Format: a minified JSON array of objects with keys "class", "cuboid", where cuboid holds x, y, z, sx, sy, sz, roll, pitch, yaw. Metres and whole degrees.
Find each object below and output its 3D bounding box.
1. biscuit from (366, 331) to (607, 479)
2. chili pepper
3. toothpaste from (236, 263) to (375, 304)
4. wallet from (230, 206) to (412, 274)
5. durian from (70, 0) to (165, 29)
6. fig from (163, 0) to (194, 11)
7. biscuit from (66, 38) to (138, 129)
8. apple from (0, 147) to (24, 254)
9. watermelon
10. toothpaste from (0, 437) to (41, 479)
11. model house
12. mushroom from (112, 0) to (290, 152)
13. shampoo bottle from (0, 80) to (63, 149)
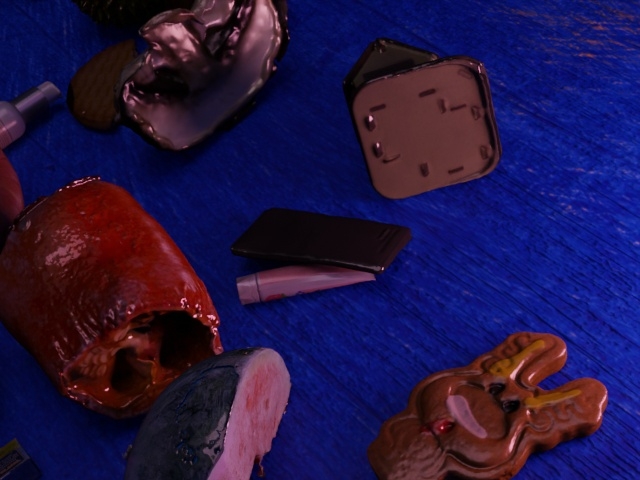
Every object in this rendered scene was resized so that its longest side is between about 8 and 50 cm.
[{"class":"biscuit","cuboid":[0.198,0.219,1.486,0.295,0.044,0.186,-29,43,-11]},{"class":"chili pepper","cuboid":[-0.299,0.084,1.655,0.251,0.229,0.305,-20,41,-26]},{"class":"toothpaste","cuboid":[-0.022,0.053,1.726,0.194,0.043,0.067,-11,40,0]},{"class":"wallet","cuboid":[0.000,-0.001,1.754,0.244,0.025,0.124,9,34,25]},{"class":"durian","cuboid":[-0.356,-0.520,2.277,0.291,0.224,0.291,-40,12,11]},{"class":"fig","cuboid":[-0.187,-0.490,2.108,0.217,0.321,0.217,-7,42,6]},{"class":"biscuit","cuboid":[-0.372,-0.282,2.173,0.176,0.031,0.228,12,50,27]},{"class":"apple","cuboid":[-0.604,-0.055,1.856,0.235,0.306,0.305,-36,41,17]},{"class":"watermelon","cuboid":[-0.165,0.241,1.479,0.175,0.188,0.322,3,42,15]},{"class":"toothpaste","cuboid":[-0.469,0.336,1.590,0.193,0.044,0.070,-36,47,-17]},{"class":"model house","cuboid":[0.137,-0.237,1.839,0.205,0.218,0.278,-15,40,3]},{"class":"mushroom","cuboid":[-0.207,-0.300,1.989,0.130,0.247,0.344,25,77,48]},{"class":"shampoo bottle","cuboid":[-0.548,-0.217,2.136,0.192,0.074,0.074,-41,48,-20]}]
